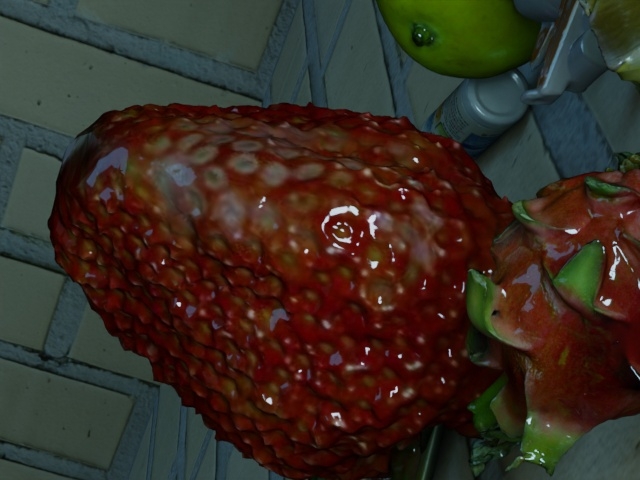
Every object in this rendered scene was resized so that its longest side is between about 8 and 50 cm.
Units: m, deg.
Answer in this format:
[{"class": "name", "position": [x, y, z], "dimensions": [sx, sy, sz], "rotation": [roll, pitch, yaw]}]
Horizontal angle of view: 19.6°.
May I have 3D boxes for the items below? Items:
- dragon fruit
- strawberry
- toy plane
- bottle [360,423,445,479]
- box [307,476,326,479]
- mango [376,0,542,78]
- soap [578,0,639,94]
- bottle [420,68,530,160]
[{"class": "dragon fruit", "position": [0.135, 0.051, 0.978], "dimensions": [0.236, 0.135, 0.137], "rotation": [-50, -13, 28]}, {"class": "strawberry", "position": [-0.015, 0.011, 1.284], "dimensions": [0.312, 0.351, 0.267], "rotation": [-32, 33, 57]}, {"class": "toy plane", "position": [0.184, -0.206, 1.280], "dimensions": [0.244, 0.117, 0.245], "rotation": [-161, 90, -82]}, {"class": "bottle", "position": [0.063, 0.130, 1.476], "dimensions": [0.082, 0.082, 0.286], "rotation": [145, 141, -75]}, {"class": "box", "position": [0.024, 0.220, 1.666], "dimensions": [0.235, 0.034, 0.132], "rotation": [-93, 21, -61]}, {"class": "mango", "position": [0.136, -0.261, 1.457], "dimensions": [0.149, 0.185, 0.273], "rotation": [30, 104, 54]}, {"class": "soap", "position": [0.208, -0.140, 0.976], "dimensions": [0.135, 0.076, 0.233], "rotation": [-32, 23, 14]}, {"class": "bottle", "position": [0.120, -0.096, 1.619], "dimensions": [0.217, 0.060, 0.060], "rotation": [138, 148, -69]}]
